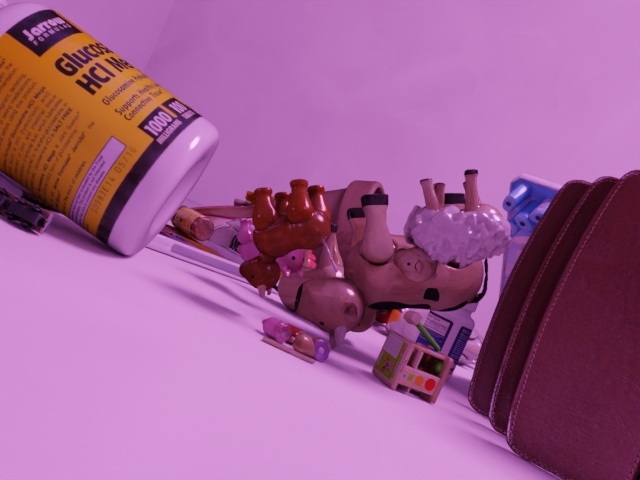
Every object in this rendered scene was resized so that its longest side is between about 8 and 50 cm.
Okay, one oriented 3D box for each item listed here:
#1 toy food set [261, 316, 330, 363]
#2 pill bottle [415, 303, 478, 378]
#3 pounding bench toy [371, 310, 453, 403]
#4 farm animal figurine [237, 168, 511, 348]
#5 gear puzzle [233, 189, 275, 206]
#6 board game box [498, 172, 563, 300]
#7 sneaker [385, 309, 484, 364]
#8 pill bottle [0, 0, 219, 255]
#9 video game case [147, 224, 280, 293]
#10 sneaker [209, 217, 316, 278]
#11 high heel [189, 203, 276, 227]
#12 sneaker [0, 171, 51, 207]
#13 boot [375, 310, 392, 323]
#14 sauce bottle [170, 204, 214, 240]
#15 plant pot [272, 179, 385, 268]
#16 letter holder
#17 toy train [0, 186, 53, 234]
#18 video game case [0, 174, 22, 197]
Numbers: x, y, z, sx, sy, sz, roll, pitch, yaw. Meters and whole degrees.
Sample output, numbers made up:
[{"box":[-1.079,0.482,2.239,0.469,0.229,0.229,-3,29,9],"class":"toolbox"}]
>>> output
[{"box":[-0.024,0.099,0.752,0.078,0.019,0.122,24,1,3],"class":"toy food set"},{"box":[0.180,0.132,1.034,0.067,0.120,0.067,25,1,0],"class":"pill bottle"},{"box":[0.108,0.124,0.781,0.065,0.083,0.052,23,1,-22],"class":"pounding bench toy"},{"box":[0.049,0.043,0.876,0.327,0.172,0.330,-5,-10,5],"class":"farm animal figurine"},{"box":[-0.125,-0.029,1.671,0.176,0.044,0.339,17,-22,1],"class":"gear puzzle"},{"box":[0.401,0.141,0.942,0.390,0.050,0.389,25,-43,33],"class":"board game box"},{"box":[0.227,0.166,1.305,0.262,0.099,0.121,22,7,-46],"class":"sneaker"},{"box":[-0.301,-0.148,0.829,0.334,0.187,0.188,35,0,-5],"class":"pill bottle"},{"box":[-0.215,0.005,1.130,0.285,0.025,0.204,24,1,-37],"class":"video game case"},{"box":[-0.118,0.013,1.305,0.225,0.088,0.093,18,8,32],"class":"sneaker"},{"box":[-0.170,-0.045,1.396,0.244,0.082,0.117,-5,-28,40],"class":"high heel"},{"box":[-0.424,-0.157,1.000,0.282,0.153,0.099,25,0,25],"class":"sneaker"},{"box":[0.099,0.113,1.323,0.088,0.176,0.244,41,-32,16],"class":"boot"},{"box":[-0.220,-0.034,1.176,0.042,0.042,0.128,24,-1,-40],"class":"sauce bottle"},{"box":[0.000,0.000,1.472,0.230,0.262,0.263,6,-4,13],"class":"plant pot"},{"box":[0.278,0.081,0.755,0.215,0.301,0.152,25,1,29],"class":"letter holder"},{"box":[-0.332,-0.042,0.750,0.158,0.027,0.036,24,-11,27],"class":"toy train"},{"box":[-0.454,-0.122,0.821,0.173,0.022,0.190,25,-15,34],"class":"video game case"}]
